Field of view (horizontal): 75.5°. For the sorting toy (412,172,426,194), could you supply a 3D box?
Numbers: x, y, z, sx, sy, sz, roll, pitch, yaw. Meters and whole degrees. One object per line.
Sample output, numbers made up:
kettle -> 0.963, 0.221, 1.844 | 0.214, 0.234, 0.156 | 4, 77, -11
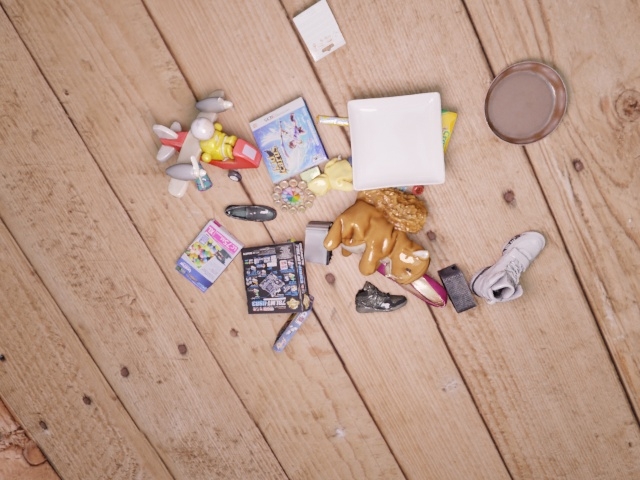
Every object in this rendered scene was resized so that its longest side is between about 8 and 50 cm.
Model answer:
sorting toy -> 0.394, -0.231, 1.644 | 0.061, 0.042, 0.101 | 20, 114, -21

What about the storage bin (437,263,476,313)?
storage bin -> 0.577, 0.204, 1.756 | 0.085, 0.122, 0.180 | -25, 99, 9

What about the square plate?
square plate -> 0.288, -0.375, 1.583 | 0.348, 0.049, 0.343 | -4, 94, 4

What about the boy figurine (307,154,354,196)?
boy figurine -> 0.087, -0.259, 1.662 | 0.286, 0.092, 0.177 | -30, 66, -4

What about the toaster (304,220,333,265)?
toaster -> 0.000, 0.000, 1.735 | 0.110, 0.168, 0.185 | 5, 104, 5

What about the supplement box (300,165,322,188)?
supplement box -> -0.034, -0.265, 1.736 | 0.084, 0.056, 0.083 | -22, 100, 9

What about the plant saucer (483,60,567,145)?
plant saucer -> 0.791, -0.529, 1.613 | 0.312, 0.050, 0.309 | 1, 102, 5

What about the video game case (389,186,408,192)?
video game case -> 0.294, -0.234, 1.739 | 0.122, 0.011, 0.087 | 44, 102, -5

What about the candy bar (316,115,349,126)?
candy bar -> 0.062, -0.490, 1.698 | 0.162, 0.018, 0.040 | 6, 103, 3

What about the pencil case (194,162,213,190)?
pencil case -> -0.526, -0.284, 1.768 | 0.070, 0.064, 0.151 | -30, 98, -6

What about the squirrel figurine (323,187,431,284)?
squirrel figurine -> 0.278, -0.027, 1.622 | 0.371, 0.281, 0.396 | 26, 83, 22

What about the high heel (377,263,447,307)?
high heel -> 0.363, 0.150, 1.731 | 0.378, 0.181, 0.127 | 26, 104, -1

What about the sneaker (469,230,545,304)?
sneaker -> 0.783, 0.120, 1.675 | 0.137, 0.210, 0.366 | 44, 102, -6

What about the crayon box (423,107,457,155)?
crayon box -> 0.419, -0.389, 1.658 | 0.166, 0.081, 0.278 | 15, 103, 2

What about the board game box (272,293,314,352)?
board game box -> -0.118, 0.362, 1.828 | 0.042, 0.165, 0.243 | 35, 103, -4

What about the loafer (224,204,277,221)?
loafer -> -0.302, -0.115, 1.780 | 0.224, 0.078, 0.076 | 5, 103, 4

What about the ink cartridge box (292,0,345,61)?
ink cartridge box -> -0.004, -0.826, 1.627 | 0.146, 0.045, 0.179 | -28, 117, 10

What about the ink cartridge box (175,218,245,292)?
ink cartridge box -> -0.506, 0.079, 1.852 | 0.186, 0.065, 0.311 | 41, 104, -4

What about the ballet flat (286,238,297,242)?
ballet flat -> -0.147, 0.104, 1.823 | 0.078, 0.077, 0.230 | 21, 102, -17

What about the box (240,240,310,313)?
box -> -0.194, 0.160, 1.746 | 0.296, 0.073, 0.292 | -8, 90, 32

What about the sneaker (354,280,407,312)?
sneaker -> 0.261, 0.243, 1.809 | 0.228, 0.087, 0.130 | -5, 109, 11

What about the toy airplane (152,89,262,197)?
toy airplane -> -0.469, -0.392, 1.610 | 0.385, 0.272, 0.385 | -26, 77, -16

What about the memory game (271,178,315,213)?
memory game -> -0.114, -0.182, 1.738 | 0.187, 0.012, 0.186 | 1, 133, 1

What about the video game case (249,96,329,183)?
video game case -> -0.128, -0.401, 1.677 | 0.245, 0.061, 0.269 | -23, 89, 15
